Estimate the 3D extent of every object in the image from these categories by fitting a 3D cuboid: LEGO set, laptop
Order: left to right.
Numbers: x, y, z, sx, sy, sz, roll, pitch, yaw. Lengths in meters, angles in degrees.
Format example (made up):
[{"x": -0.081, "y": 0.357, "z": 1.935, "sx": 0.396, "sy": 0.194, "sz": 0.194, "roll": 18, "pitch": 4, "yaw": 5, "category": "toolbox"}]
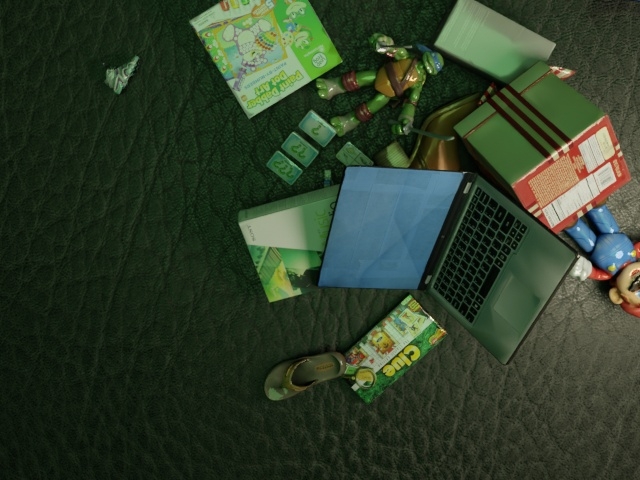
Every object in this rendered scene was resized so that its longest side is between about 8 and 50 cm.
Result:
[{"x": 0.014, "y": -0.146, "z": 1.563, "sx": 0.244, "sy": 0.060, "sz": 0.182, "roll": 39, "pitch": 120, "yaw": -8, "category": "LEGO set"}, {"x": 0.233, "y": 0.064, "z": 1.431, "sx": 0.236, "sy": 0.382, "sz": 0.408, "roll": -27, "pitch": 59, "yaw": -31, "category": "laptop"}]

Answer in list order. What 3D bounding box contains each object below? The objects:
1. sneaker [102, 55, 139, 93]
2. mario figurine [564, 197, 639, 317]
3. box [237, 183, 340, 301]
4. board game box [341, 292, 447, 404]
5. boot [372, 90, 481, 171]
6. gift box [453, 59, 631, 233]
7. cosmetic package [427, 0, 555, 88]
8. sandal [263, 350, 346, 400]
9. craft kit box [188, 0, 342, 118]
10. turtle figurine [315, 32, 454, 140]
[{"x": -0.459, "y": -0.389, "z": 1.575, "sx": 0.069, "sy": 0.038, "sz": 0.098, "roll": 34, "pitch": 98, "yaw": -4, "category": "sneaker"}, {"x": 0.675, "y": 0.039, "z": 1.540, "sx": 0.320, "sy": 0.170, "sz": 0.198, "roll": 51, "pitch": 131, "yaw": 2, "category": "mario figurine"}, {"x": 0.000, "y": 0.000, "z": 1.572, "sx": 0.322, "sy": 0.058, "sz": 0.232, "roll": -15, "pitch": 122, "yaw": 5, "category": "box"}, {"x": 0.163, "y": 0.260, "z": 1.664, "sx": 0.260, "sy": 0.030, "sz": 0.136, "roll": -44, "pitch": 97, "yaw": 7, "category": "board game box"}, {"x": 0.284, "y": -0.176, "z": 1.551, "sx": 0.283, "sy": 0.109, "sz": 0.220, "roll": -37, "pitch": 95, "yaw": 9, "category": "boot"}, {"x": 0.469, "y": -0.196, "z": 1.443, "sx": 0.276, "sy": 0.258, "sz": 0.255, "roll": -35, "pitch": 135, "yaw": 4, "category": "gift box"}, {"x": 0.372, "y": -0.423, "z": 1.518, "sx": 0.238, "sy": 0.107, "sz": 0.127, "roll": 28, "pitch": 99, "yaw": -6, "category": "cosmetic package"}, {"x": -0.043, "y": 0.325, "z": 1.653, "sx": 0.219, "sy": 0.060, "sz": 0.090, "roll": -19, "pitch": 94, "yaw": 17, "category": "sandal"}, {"x": -0.119, "y": -0.438, "z": 1.534, "sx": 0.250, "sy": 0.061, "sz": 0.246, "roll": -31, "pitch": 107, "yaw": 5, "category": "craft kit box"}, {"x": 0.123, "y": -0.322, "z": 1.472, "sx": 0.266, "sy": 0.274, "sz": 0.198, "roll": -19, "pitch": 133, "yaw": 26, "category": "turtle figurine"}]
